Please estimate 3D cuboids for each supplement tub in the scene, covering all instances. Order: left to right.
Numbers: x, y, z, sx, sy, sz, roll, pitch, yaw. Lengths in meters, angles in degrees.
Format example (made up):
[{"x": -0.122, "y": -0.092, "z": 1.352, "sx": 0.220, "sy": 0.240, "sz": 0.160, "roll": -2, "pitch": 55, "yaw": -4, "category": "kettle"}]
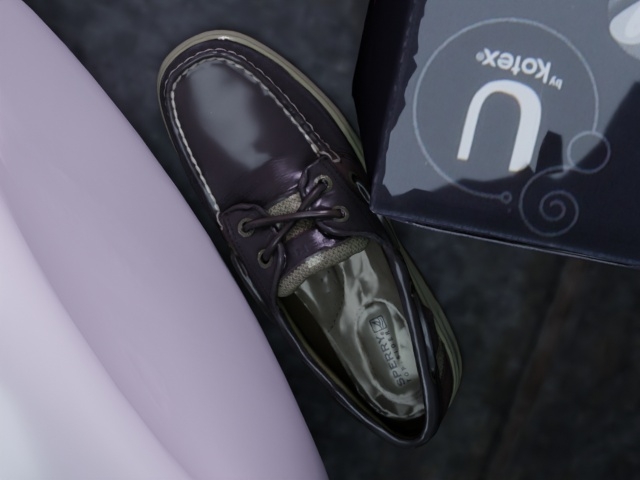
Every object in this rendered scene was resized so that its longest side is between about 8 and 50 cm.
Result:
[{"x": -0.186, "y": 0.093, "z": 0.547, "sx": 0.331, "sy": 0.241, "sz": 0.241, "roll": -32, "pitch": 102, "yaw": 8, "category": "supplement tub"}]

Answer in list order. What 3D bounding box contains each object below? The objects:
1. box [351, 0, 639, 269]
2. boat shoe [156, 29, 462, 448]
[{"x": 0.103, "y": -0.138, "z": 0.524, "sx": 0.143, "sy": 0.165, "sz": 0.270, "roll": 11, "pitch": 104, "yaw": -3, "category": "box"}, {"x": 0.000, "y": 0.000, "z": 0.620, "sx": 0.056, "sy": 0.049, "sz": 0.152, "roll": -35, "pitch": 102, "yaw": 8, "category": "boat shoe"}]
